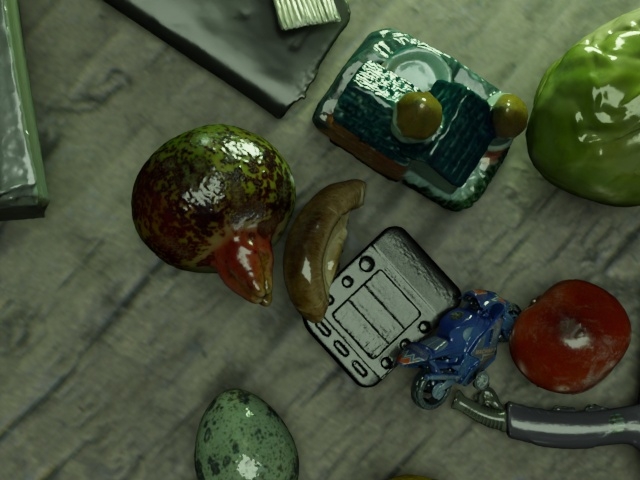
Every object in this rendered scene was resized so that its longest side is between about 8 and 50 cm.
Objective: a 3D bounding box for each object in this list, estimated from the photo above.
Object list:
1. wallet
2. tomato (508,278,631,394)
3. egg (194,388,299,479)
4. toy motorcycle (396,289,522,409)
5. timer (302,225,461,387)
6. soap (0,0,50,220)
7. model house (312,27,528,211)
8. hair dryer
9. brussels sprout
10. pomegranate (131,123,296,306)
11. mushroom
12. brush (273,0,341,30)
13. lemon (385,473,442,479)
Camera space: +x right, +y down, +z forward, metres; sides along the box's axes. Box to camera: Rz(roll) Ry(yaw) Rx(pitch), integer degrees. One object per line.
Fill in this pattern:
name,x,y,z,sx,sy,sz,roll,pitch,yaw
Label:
wallet,-0.147,-0.339,1.530,0.377,0.051,0.197,34,83,-2
tomato,0.323,0.116,1.450,0.159,0.091,0.139,-37,72,-9
egg,-0.097,0.275,1.449,0.132,0.132,0.172,-14,75,-4
toy motorcycle,0.187,0.132,1.481,0.205,0.076,0.114,-37,124,-22
timer,0.079,0.088,1.512,0.187,0.055,0.144,-42,91,-9
soap,-0.534,-0.227,1.421,0.350,0.213,0.435,-9,87,-1
model house,0.135,-0.163,1.417,0.253,0.291,0.184,34,90,0
hair dryer,0.354,0.196,1.501,0.361,0.121,0.301,-2,78,2
brussels sprout,0.401,-0.173,1.441,0.316,0.274,0.242,-37,65,-11
pomegranate,-0.122,-0.022,1.421,0.214,0.214,0.248,-23,64,-4
mushroom,-0.002,-0.001,1.471,0.072,0.094,0.210,11,70,18
brush,-0.054,-0.431,1.532,0.090,0.017,0.314,-11,76,-19
lemon,0.099,0.395,1.436,0.207,0.170,0.170,-36,89,-11
